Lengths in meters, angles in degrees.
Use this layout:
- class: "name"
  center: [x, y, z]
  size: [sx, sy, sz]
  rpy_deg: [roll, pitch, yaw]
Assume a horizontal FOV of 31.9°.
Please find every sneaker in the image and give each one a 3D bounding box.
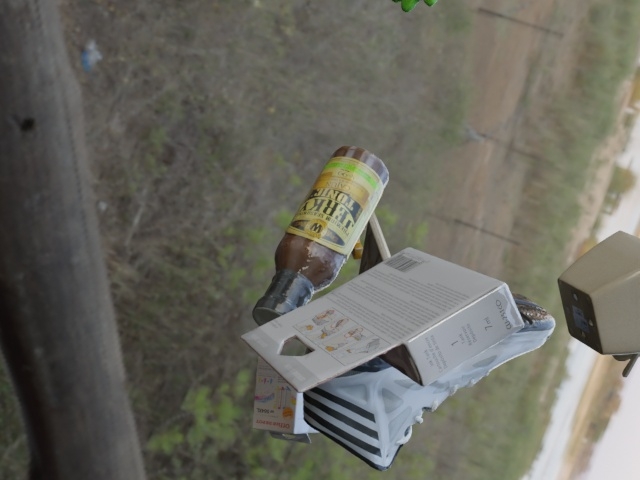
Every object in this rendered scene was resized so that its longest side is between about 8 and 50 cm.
- class: "sneaker"
  center: [0.156, 0.210, 1.758]
  size: [0.448, 0.169, 0.257]
  rpy_deg: [-3, 116, -30]

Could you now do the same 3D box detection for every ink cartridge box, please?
- class: "ink cartridge box"
  center: [0.061, 0.110, 1.336]
  size: [0.261, 0.066, 0.296]
  rpy_deg: [-28, -166, -11]
- class: "ink cartridge box"
  center: [-0.052, 0.275, 1.924]
  size: [0.090, 0.092, 0.143]
  rpy_deg: [12, 80, -55]

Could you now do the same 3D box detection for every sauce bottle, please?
- class: "sauce bottle"
  center: [0.000, 0.000, 1.760]
  size: [0.111, 0.111, 0.344]
  rpy_deg: [89, 23, -52]

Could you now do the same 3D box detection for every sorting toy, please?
- class: "sorting toy"
  center: [0.113, 0.048, 2.260]
  size: [0.307, 0.041, 0.229]
  rpy_deg: [-107, -166, -45]

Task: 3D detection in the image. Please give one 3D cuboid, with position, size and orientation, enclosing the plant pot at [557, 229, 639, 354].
- class: "plant pot"
  center: [0.322, 0.065, 1.214]
  size: [0.109, 0.096, 0.109]
  rpy_deg: [-142, -146, -67]

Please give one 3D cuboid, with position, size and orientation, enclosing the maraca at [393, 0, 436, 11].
- class: "maraca"
  center: [0.154, -0.397, 1.536]
  size: [0.099, 0.127, 0.185]
  rpy_deg: [30, 66, -38]

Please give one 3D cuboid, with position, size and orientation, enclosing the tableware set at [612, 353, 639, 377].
- class: "tableware set"
  center: [0.464, 0.088, 1.557]
  size: [0.128, 0.039, 0.194]
  rpy_deg: [-98, -153, -60]
